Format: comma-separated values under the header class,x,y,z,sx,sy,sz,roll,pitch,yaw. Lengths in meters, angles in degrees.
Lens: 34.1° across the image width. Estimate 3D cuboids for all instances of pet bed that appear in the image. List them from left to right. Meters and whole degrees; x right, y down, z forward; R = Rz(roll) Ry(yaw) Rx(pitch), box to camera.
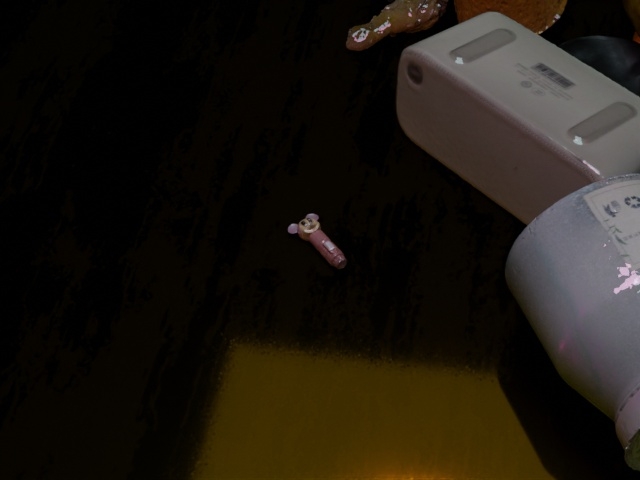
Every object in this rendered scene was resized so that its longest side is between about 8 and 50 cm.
class,x,y,z,sx,sy,sz,roll,pitch,yaw
pet bed,0.456,-0.254,1.653,0.201,0.054,0.201,-4,49,4

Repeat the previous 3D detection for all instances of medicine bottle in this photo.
class,x,y,z,sx,sy,sz,roll,pitch,yaw
medicine bottle,0.386,0.102,1.240,0.244,0.245,0.290,-15,52,-7

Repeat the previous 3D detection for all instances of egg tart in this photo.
class,x,y,z,sx,sy,sz,roll,pitch,yaw
egg tart,0.306,-0.440,1.733,0.202,0.147,0.203,-9,62,17

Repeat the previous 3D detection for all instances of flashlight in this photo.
class,x,y,z,sx,sy,sz,roll,pitch,yaw
flashlight,0.000,0.000,1.502,0.052,0.031,0.110,-30,53,-19

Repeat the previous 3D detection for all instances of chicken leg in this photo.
class,x,y,z,sx,sy,sz,roll,pitch,yaw
chicken leg,0.129,-0.378,1.787,0.197,0.069,0.085,-26,50,-7

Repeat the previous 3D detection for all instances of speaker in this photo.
class,x,y,z,sx,sy,sz,roll,pitch,yaw
speaker,0.310,-0.167,1.519,0.184,0.183,0.406,-32,54,-26

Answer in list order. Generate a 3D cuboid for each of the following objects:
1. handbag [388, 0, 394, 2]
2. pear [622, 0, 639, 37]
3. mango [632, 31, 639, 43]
class,x,y,z,sx,sy,sz,roll,pitch,yaw
handbag,0.198,-0.636,1.825,0.162,0.327,0.325,23,56,25
pear,0.645,-0.388,1.564,0.413,0.352,0.352,40,63,17
mango,0.554,-0.337,1.716,0.089,0.046,0.060,-31,54,-23
